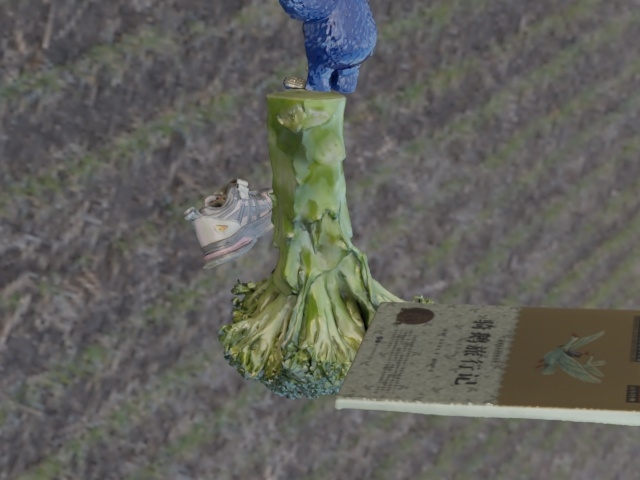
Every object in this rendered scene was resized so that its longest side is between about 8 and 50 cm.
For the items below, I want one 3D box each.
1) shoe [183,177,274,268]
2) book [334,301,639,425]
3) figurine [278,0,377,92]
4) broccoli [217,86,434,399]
[{"bbox_3d":[-0.122,-0.036,1.914,0.092,0.089,0.180,58,42,-11],"label":"shoe"},{"bbox_3d":[0.188,0.117,1.376,0.217,0.310,0.021,-57,145,-63],"label":"book"},{"bbox_3d":[0.023,-0.323,1.927,0.164,0.120,0.262,-43,141,-41],"label":"figurine"},{"bbox_3d":[0.010,0.010,1.552,0.221,0.252,0.361,-19,137,-31],"label":"broccoli"}]
